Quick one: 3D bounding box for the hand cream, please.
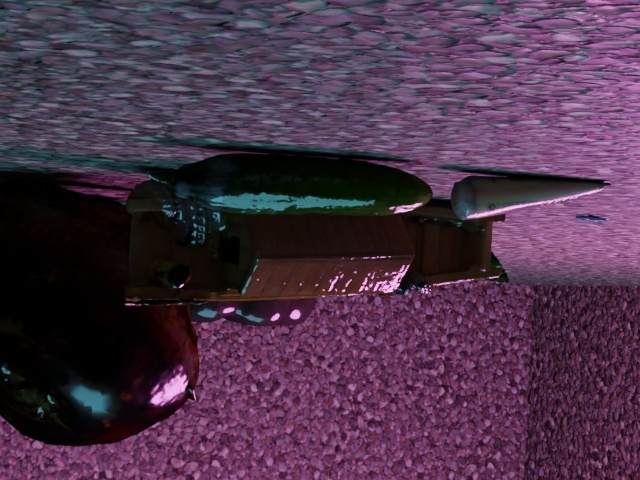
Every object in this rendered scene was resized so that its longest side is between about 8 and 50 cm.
[{"bbox_3d":[0.188,-0.044,1.407,0.143,0.039,0.061,-5,173,-17],"label":"hand cream"}]

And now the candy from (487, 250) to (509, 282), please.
[{"bbox_3d":[0.121,0.002,1.902,0.203,0.078,0.141,17,161,-18],"label":"candy"}]

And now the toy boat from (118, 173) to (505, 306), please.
[{"bbox_3d":[0.000,0.000,1.628,0.445,0.136,0.162,0,-177,-31],"label":"toy boat"}]

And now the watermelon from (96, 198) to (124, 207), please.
[{"bbox_3d":[-0.266,-0.003,1.961,0.133,0.105,0.105,-11,173,15],"label":"watermelon"}]

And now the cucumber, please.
[{"bbox_3d":[-0.025,-0.047,1.330,0.250,0.056,0.056,1,177,-5],"label":"cucumber"}]

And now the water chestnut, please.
[{"bbox_3d":[-0.270,0.068,1.778,0.350,0.302,0.350,25,152,15],"label":"water chestnut"}]

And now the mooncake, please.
[{"bbox_3d":[-0.147,0.038,2.150,0.306,0.154,0.306,3,180,0],"label":"mooncake"}]

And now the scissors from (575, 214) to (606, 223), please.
[{"bbox_3d":[0.322,-0.023,1.815,0.036,0.006,0.083,4,177,19],"label":"scissors"}]
